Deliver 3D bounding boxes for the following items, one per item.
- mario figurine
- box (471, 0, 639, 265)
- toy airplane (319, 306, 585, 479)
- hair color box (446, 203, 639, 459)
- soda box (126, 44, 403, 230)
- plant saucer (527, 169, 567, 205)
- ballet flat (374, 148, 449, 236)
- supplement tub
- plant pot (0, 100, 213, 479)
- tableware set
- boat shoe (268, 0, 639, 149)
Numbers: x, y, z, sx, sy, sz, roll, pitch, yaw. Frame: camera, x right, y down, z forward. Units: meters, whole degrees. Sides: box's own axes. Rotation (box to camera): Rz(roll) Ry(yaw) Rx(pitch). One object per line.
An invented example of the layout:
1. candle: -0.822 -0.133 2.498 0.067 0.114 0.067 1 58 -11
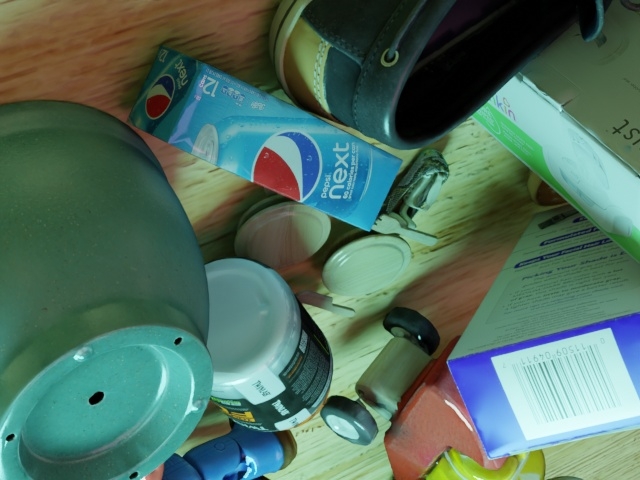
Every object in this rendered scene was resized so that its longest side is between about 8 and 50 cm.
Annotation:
1. mario figurine: -0.182 0.223 1.369 0.321 0.170 0.198 -13 93 -45
2. box: 0.279 -0.139 1.272 0.231 0.262 0.126 -33 141 -13
3. toy airplane: 0.169 0.260 1.549 0.384 0.272 0.386 -11 122 -61
4. hair color box: 0.255 0.057 1.350 0.110 0.185 0.339 66 28 -15
5. soda box: -0.041 -0.077 1.168 0.210 0.071 0.067 22 93 -38
6. plant saucer: 0.281 -0.104 1.447 0.200 0.037 0.200 -28 162 -10
7. ballet flat: 0.080 -0.031 1.384 0.041 0.041 0.114 20 112 -49
8. supplement tub: -0.056 0.098 1.313 0.117 0.117 0.190 -39 153 -3
9. plant pot: -0.199 0.071 1.112 0.293 0.196 0.293 -23 138 -23
10. tableware set: 0.000 0.000 1.345 0.194 0.039 0.128 20 127 -43
11. boat shoe: 0.192 -0.242 1.187 0.500 0.156 0.187 -37 140 -9
